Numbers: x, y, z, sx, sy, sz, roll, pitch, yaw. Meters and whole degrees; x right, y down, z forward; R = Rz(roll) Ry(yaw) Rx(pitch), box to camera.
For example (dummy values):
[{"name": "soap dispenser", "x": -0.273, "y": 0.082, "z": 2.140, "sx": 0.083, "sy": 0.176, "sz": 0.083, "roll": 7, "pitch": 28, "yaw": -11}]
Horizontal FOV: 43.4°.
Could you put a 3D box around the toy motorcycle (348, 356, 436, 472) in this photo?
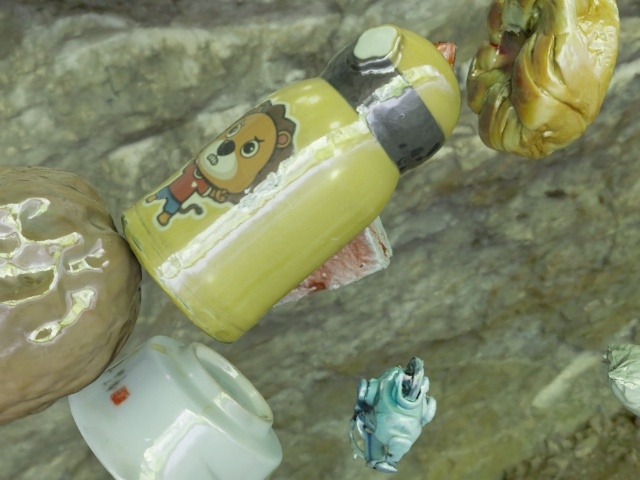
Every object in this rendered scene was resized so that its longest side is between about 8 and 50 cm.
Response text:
[{"name": "toy motorcycle", "x": 0.132, "y": 0.324, "z": 1.488, "sx": 0.154, "sy": 0.206, "sz": 0.260, "roll": 18, "pitch": -16, "yaw": -4}]

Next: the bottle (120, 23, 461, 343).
[{"name": "bottle", "x": -0.016, "y": -0.072, "z": 0.806, "sx": 0.351, "sy": 0.171, "sz": 0.171, "roll": -41, "pitch": -8, "yaw": -1}]

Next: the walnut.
[{"name": "walnut", "x": -0.312, "y": 0.046, "z": 0.771, "sx": 0.273, "sy": 0.273, "sz": 0.227, "roll": -19, "pitch": -7, "yaw": -25}]

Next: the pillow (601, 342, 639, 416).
[{"name": "pillow", "x": 0.680, "y": 0.307, "z": 1.521, "sx": 0.138, "sy": 0.310, "sz": 0.283, "roll": -65, "pitch": -18, "yaw": 11}]

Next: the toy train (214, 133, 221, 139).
[{"name": "toy train", "x": -0.078, "y": -0.095, "z": 1.377, "sx": 0.188, "sy": 0.243, "sz": 0.132, "roll": -25, "pitch": -11, "yaw": -16}]

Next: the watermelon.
[{"name": "watermelon", "x": 0.000, "y": 0.000, "z": 1.205, "sx": 0.262, "sy": 0.213, "sz": 0.201, "roll": -27, "pitch": 24, "yaw": -15}]

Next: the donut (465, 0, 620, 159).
[{"name": "donut", "x": 0.389, "y": -0.328, "z": 1.449, "sx": 0.170, "sy": 0.360, "sz": 0.360, "roll": 9, "pitch": -18, "yaw": -16}]

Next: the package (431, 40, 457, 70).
[{"name": "package", "x": 0.195, "y": -0.315, "z": 1.438, "sx": 0.111, "sy": 0.077, "sz": 0.033, "roll": -12, "pitch": 11, "yaw": -32}]

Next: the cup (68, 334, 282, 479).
[{"name": "cup", "x": -0.183, "y": 0.267, "z": 1.189, "sx": 0.163, "sy": 0.347, "sz": 0.347, "roll": -46, "pitch": -9, "yaw": 1}]
